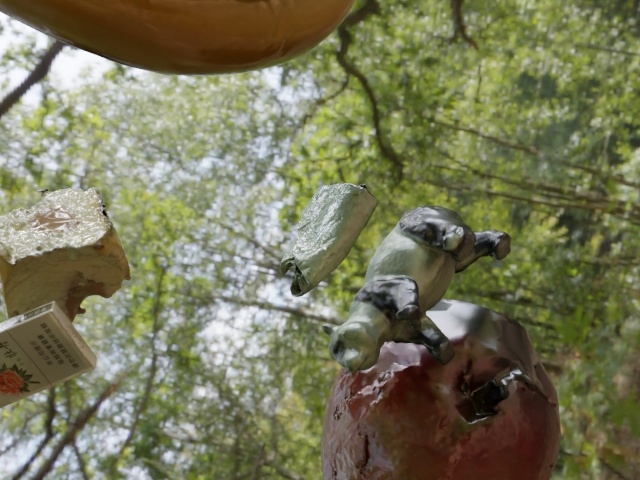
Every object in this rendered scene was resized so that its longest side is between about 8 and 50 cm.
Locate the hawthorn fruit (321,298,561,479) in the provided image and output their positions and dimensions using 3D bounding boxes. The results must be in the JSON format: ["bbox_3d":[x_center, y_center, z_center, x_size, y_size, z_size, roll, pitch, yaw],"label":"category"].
[{"bbox_3d":[0.143,0.218,1.023,0.316,0.316,0.316,12,-90,-75],"label":"hawthorn fruit"}]

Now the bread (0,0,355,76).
[{"bbox_3d":[-0.131,-0.313,0.660,0.245,0.424,0.329,-49,42,35],"label":"bread"}]

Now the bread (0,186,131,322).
[{"bbox_3d":[-0.375,-0.009,1.200,0.224,0.184,0.211,100,152,-62],"label":"bread"}]

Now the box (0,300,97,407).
[{"bbox_3d":[-0.400,0.158,1.102,0.029,0.198,0.109,-104,-10,-57],"label":"box"}]

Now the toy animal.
[{"bbox_3d":[0.090,0.050,0.878,0.225,0.121,0.094,-56,-49,-25],"label":"toy animal"}]

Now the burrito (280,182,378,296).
[{"bbox_3d":[0.003,0.000,0.766,0.044,0.074,0.118,43,-118,-31],"label":"burrito"}]
